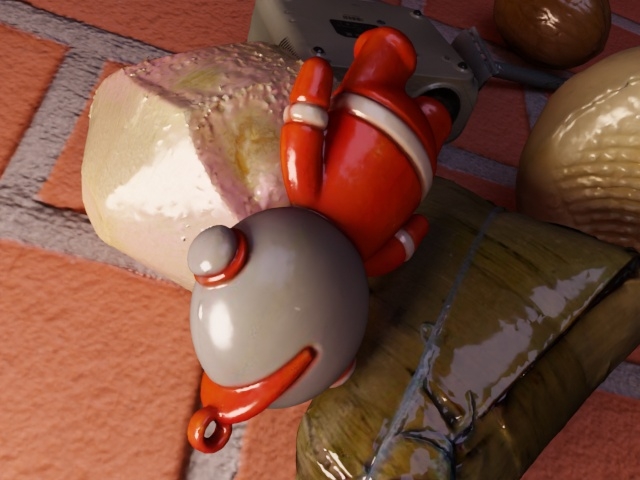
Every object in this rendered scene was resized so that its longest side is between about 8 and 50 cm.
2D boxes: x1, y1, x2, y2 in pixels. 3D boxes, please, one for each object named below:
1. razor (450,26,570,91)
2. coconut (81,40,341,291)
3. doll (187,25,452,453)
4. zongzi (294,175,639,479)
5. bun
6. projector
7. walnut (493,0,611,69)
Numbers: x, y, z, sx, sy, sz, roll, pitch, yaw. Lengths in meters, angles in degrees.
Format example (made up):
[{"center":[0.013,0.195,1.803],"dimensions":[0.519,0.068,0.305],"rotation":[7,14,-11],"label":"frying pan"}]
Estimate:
[{"center":[0.321,-0.264,1.011],"dimensions":[0.232,0.068,0.106],"rotation":[4,56,-29],"label":"razor"},{"center":[-0.097,-0.069,0.575],"dimensions":[0.233,0.233,0.245],"rotation":[47,48,13],"label":"coconut"},{"center":[0.000,0.000,0.464],"dimensions":[0.200,0.105,0.336],"rotation":[49,60,-41],"label":"doll"},{"center":[0.056,0.068,0.606],"dimensions":[0.356,0.174,0.393],"rotation":[-38,54,-26],"label":"zongzi"},{"center":[0.428,-0.086,0.747],"dimensions":[0.364,0.364,0.202],"rotation":[27,46,-3],"label":"bun"},{"center":[0.051,-0.225,0.803],"dimensions":[0.251,0.108,0.198],"rotation":[0,44,-23],"label":"projector"},{"center":[0.386,-0.376,1.046],"dimensions":[0.207,0.167,0.167],"rotation":[45,51,14],"label":"walnut"}]
